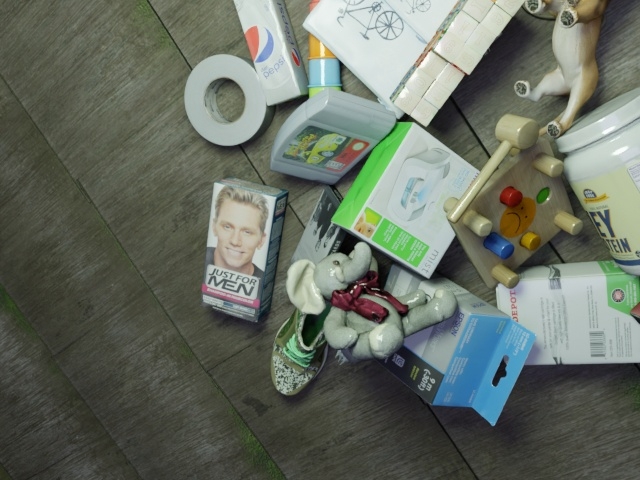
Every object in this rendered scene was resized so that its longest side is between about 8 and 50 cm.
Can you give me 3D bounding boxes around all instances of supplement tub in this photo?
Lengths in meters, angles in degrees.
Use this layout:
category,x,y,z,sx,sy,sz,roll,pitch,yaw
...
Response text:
category,x,y,z,sx,sy,sz,roll,pitch,yaw
supplement tub,0.639,-0.118,1.136,0.236,0.235,0.324,-31,94,22

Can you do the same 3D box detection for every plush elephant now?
category,x,y,z,sx,sy,sz,roll,pitch,yaw
plush elephant,0.085,0.120,1.250,0.330,0.272,0.255,-35,79,52

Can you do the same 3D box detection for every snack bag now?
category,x,y,z,sx,sy,sz,roll,pitch,yaw
snack bag,0.172,-0.492,1.237,0.323,0.037,0.342,42,106,-10

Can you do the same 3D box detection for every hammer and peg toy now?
category,x,y,z,sx,sy,sz,roll,pitch,yaw
hammer and peg toy,0.374,-0.080,1.168,0.266,0.127,0.361,-41,128,-1

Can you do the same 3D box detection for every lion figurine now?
category,x,y,z,sx,sy,sz,roll,pitch,yaw
lion figurine,0.505,-0.391,1.123,0.142,0.240,0.391,36,143,34

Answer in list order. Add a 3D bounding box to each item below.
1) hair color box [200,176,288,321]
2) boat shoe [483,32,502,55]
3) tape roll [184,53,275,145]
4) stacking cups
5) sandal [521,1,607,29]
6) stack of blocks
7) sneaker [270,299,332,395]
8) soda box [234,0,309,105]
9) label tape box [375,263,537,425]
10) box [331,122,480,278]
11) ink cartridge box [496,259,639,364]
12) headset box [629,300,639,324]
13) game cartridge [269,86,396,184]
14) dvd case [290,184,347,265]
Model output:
category,x,y,z,sx,sy,sz,roll,pitch,yaw
hair color box,-0.204,0.023,1.503,0.174,0.105,0.346,14,108,12
boat shoe,0.355,-0.422,1.248,0.035,0.035,0.100,44,106,4
tape roll,-0.225,-0.349,1.424,0.220,0.072,0.219,5,107,15
stacking cups,0.017,-0.391,1.331,0.096,0.096,0.315,5,104,16
sandal,0.505,-0.481,1.177,0.180,0.049,0.072,27,112,7
stack of blocks,0.266,-0.382,1.159,0.087,0.171,0.297,34,107,-8
sneaker,-0.043,0.251,1.474,0.158,0.182,0.410,27,111,8
soda box,-0.114,-0.468,1.344,0.091,0.098,0.286,-14,101,20
label tape box,0.283,0.236,1.327,0.348,0.115,0.249,35,116,41
box,0.195,-0.089,1.258,0.231,0.127,0.261,32,90,-21
ink cartridge box,0.558,0.164,1.299,0.290,0.121,0.210,-5,103,18
headset box,0.803,0.149,1.158,0.293,0.110,0.218,-45,100,1
game cartridge,0.008,-0.222,1.277,0.196,0.060,0.294,14,151,-23
dvd case,0.000,0.000,1.403,0.030,0.179,0.238,15,113,-23
